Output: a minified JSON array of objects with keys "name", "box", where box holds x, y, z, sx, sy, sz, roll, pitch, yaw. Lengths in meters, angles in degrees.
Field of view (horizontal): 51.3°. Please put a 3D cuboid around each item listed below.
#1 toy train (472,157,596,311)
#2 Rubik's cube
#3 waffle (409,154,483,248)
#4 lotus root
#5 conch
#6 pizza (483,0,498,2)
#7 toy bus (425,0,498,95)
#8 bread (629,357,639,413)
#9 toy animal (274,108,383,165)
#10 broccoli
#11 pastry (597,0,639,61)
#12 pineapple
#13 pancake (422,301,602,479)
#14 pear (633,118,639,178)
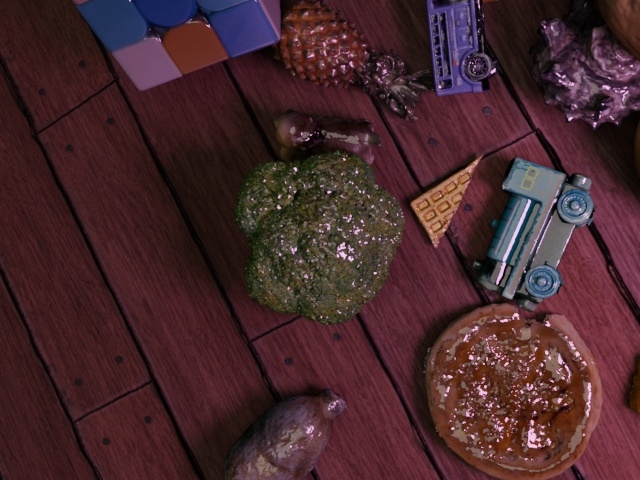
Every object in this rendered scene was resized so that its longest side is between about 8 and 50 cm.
[{"name":"toy train","box":[0.435,-0.012,1.374,0.194,0.120,0.298,24,95,20]},{"name":"Rubik's cube","box":[-0.298,-0.579,1.367,0.346,0.344,0.347,-15,50,16]},{"name":"waffle","box":[0.301,-0.083,1.445,0.191,0.032,0.125,-31,82,14]},{"name":"lotus root","box":[-0.090,0.458,1.489,0.175,0.175,0.349,45,98,9]},{"name":"conch","box":[0.526,-0.353,1.275,0.240,0.186,0.313,-18,51,13]},{"name":"pizza","box":[0.366,-0.561,1.415,0.131,0.041,0.178,-37,82,14]},{"name":"toy bus","box":[0.286,-0.450,1.375,0.133,0.125,0.292,-3,102,23]},{"name":"bread","box":[0.749,0.312,1.285,0.260,0.147,0.160,23,94,13]},{"name":"toy animal","box":[0.016,-0.220,1.453,0.233,0.168,0.121,6,93,0]},{"name":"broccoli","box":[0.007,-0.006,1.380,0.321,0.310,0.413,-26,119,30]},{"name":"pastry","box":[0.643,-0.437,1.068,0.388,0.389,0.313,-15,124,14]},{"name":"pineapple","box":[0.071,-0.377,1.447,0.361,0.175,0.175,33,99,-4]},{"name":"pancake","box":[0.401,0.311,1.410,0.381,0.071,0.383,0,90,12]},{"name":"pear","box":[0.728,-0.163,1.204,0.309,0.309,0.310,0,91,14]}]
